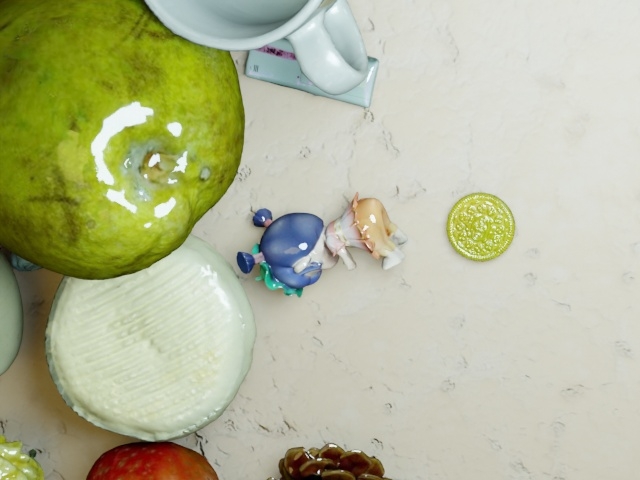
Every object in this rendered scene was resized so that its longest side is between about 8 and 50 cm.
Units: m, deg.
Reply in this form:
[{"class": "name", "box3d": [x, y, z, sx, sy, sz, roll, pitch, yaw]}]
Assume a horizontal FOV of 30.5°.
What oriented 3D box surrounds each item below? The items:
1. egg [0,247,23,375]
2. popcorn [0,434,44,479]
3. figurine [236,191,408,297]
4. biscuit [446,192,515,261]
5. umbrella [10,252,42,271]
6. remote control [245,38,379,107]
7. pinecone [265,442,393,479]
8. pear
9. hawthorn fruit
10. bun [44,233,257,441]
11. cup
[{"class": "egg", "box3d": [-0.499, 0.077, 1.564, 0.188, 0.188, 0.254, -27, 99, 21]}, {"class": "popcorn", "box3d": [-0.492, 0.328, 1.644, 0.195, 0.173, 0.168, 49, 125, 6]}, {"class": "figurine", "box3d": [0.000, 0.000, 1.446, 0.195, 0.111, 0.102, -21, 114, 18]}, {"class": "biscuit", "box3d": [0.193, -0.017, 1.413, 0.084, 0.023, 0.084, 4, 103, 15]}, {"class": "umbrella", "box3d": [-0.303, -0.005, 1.554, 0.250, 0.053, 0.052, -13, 98, 20]}, {"class": "remote control", "box3d": [-0.012, -0.211, 1.426, 0.166, 0.029, 0.065, 16, 109, 13]}, {"class": "pinecone", "box3d": [0.012, 0.365, 1.476, 0.207, 0.208, 0.208, 4, 105, 16]}, {"class": "pear", "box3d": [-0.266, -0.137, 1.341, 0.413, 0.352, 0.352, 34, 117, 50]}, {"class": "hawthorn fruit", "box3d": [-0.218, 0.358, 1.542, 0.215, 0.250, 0.215, 2, 136, 2]}, {"class": "bun", "box3d": [-0.209, 0.115, 1.507, 0.287, 0.146, 0.287, 3, 102, 14]}, {"class": "cup", "box3d": [-0.032, -0.299, 1.289, 0.227, 0.257, 0.301, -33, 91, 24]}]
